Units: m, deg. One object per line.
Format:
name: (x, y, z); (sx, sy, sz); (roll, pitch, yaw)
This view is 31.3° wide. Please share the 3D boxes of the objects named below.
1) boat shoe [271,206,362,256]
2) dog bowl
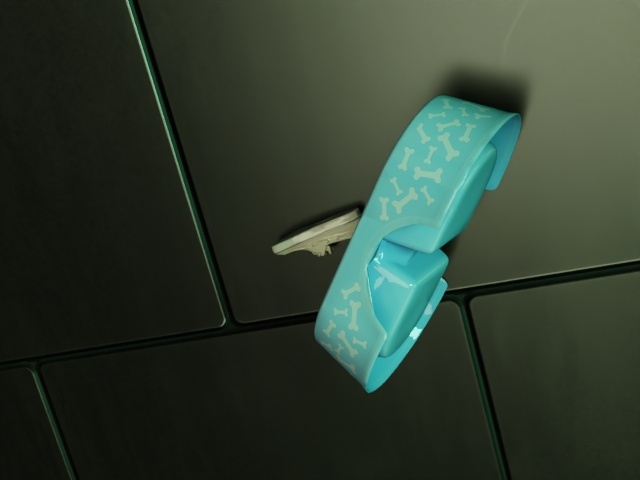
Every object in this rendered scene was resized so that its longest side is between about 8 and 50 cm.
boat shoe: (0.000, 0.000, 1.142); (0.100, 0.035, 0.035); (-22, 100, 15)
dog bowl: (0.083, 0.000, 1.054); (0.074, 0.166, 0.297); (30, 115, 15)
